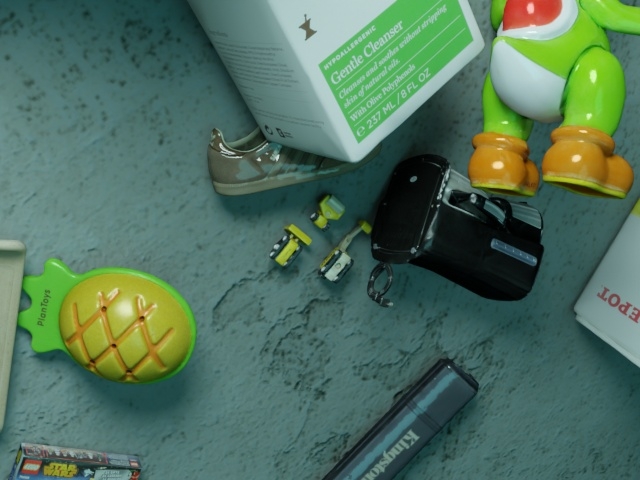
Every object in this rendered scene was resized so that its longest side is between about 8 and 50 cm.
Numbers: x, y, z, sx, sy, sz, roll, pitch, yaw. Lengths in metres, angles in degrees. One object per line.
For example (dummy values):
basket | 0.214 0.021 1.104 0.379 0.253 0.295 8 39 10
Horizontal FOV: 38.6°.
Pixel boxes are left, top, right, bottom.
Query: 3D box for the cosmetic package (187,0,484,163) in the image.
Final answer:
cosmetic package | -0.026 -0.273 0.797 0.197 0.155 0.365 -44 126 -19

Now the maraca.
maraca | -0.218 0.083 0.932 0.186 0.099 0.127 15 105 -2

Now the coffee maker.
coffee maker | 0.152 0.009 1.048 0.178 0.120 0.171 24 103 -32

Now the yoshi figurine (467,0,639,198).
yoshi figurine | 0.253 -0.222 0.923 0.204 0.203 0.362 5 89 -5

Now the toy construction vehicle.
toy construction vehicle | 0.000 0.000 1.029 0.086 0.035 0.098 37 92 -21

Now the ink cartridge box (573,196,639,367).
ink cartridge box | 0.533 0.008 1.124 0.160 0.279 0.384 22 103 -31

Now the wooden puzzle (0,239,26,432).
wooden puzzle | -0.411 0.093 0.882 0.221 0.044 0.238 4 115 -26

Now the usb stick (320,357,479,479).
usb stick | 0.090 0.265 1.178 0.278 0.045 0.077 -45 123 1

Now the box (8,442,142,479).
box | -0.282 0.280 1.030 0.137 0.027 0.093 15 107 -29

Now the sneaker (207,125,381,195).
sneaker | -0.024 -0.100 0.949 0.189 0.066 0.071 -17 113 -18
